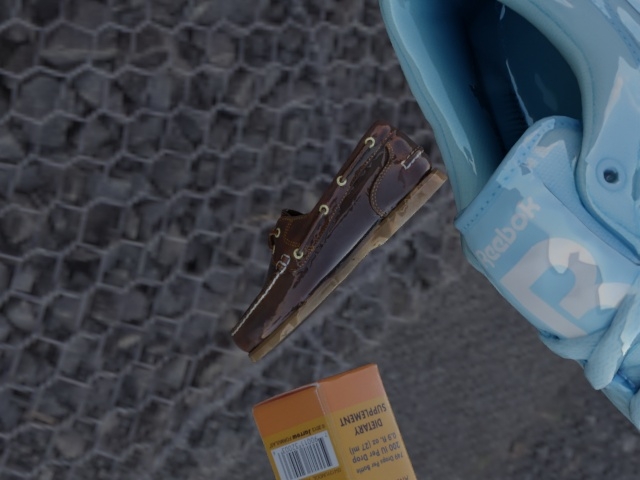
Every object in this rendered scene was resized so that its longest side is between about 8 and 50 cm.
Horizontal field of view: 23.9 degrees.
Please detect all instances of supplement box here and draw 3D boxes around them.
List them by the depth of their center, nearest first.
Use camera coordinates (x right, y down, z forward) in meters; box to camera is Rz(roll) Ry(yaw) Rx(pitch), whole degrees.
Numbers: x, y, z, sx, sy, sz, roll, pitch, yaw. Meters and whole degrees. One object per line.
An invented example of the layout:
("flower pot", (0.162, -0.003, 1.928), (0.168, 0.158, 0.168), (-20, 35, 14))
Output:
("supplement box", (0.034, 0.214, 1.103), (0.078, 0.080, 0.233), (-13, 82, -50))

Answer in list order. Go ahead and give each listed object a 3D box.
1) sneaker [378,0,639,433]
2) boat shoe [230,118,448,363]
("sneaker", (0.124, 0.021, 0.589), (0.150, 0.366, 0.135), (-5, 143, -35))
("boat shoe", (0.000, 0.000, 1.118), (0.073, 0.073, 0.207), (43, 103, -2))
